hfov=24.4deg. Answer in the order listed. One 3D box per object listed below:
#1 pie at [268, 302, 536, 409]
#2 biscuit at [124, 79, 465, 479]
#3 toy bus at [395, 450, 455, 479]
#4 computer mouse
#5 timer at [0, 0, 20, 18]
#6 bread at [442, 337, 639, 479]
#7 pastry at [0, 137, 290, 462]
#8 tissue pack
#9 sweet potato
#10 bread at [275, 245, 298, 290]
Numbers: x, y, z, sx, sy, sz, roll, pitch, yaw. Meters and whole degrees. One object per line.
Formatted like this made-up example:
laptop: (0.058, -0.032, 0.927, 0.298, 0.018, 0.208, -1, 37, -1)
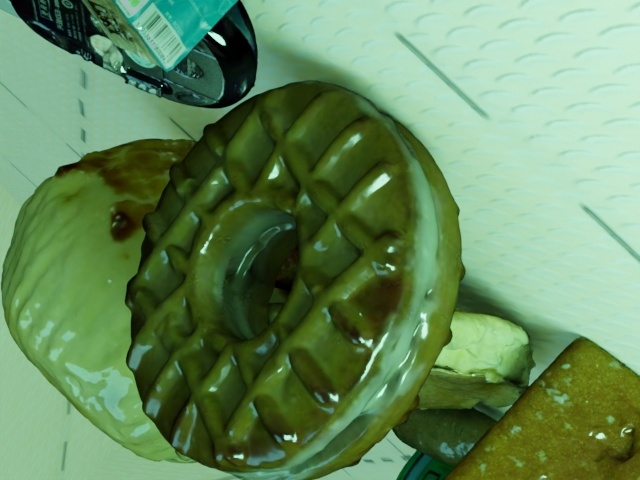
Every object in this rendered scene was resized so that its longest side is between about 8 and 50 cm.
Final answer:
pie: (0.041, 0.113, 1.393, 0.339, 0.083, 0.339, 3, 168, 1)
biscuit: (-0.029, 0.032, 1.187, 0.103, 0.332, 0.332, 19, -173, -43)
toy bus: (0.218, 0.351, 1.741, 0.183, 0.199, 0.343, 48, 165, -19)
computer mouse: (-0.149, -0.198, 1.228, 0.233, 0.096, 0.137, 27, 149, 6)
timer: (-0.390, -0.341, 1.562, 0.253, 0.078, 0.178, 30, 160, 39)
bread: (0.212, 0.221, 1.247, 0.184, 0.234, 0.110, 40, 170, 18)
pastry: (-0.167, 0.055, 1.662, 0.388, 0.312, 0.388, 46, -179, -1)
tissue pack: (-0.132, -0.225, 1.070, 0.082, 0.120, 0.169, 31, 164, 40)
sweet potato: (0.128, 0.204, 1.745, 0.286, 0.085, 0.112, 35, 161, 48)
bread: (0.006, -0.003, 1.368, 0.269, 0.139, 0.095, 2, 110, 68)
